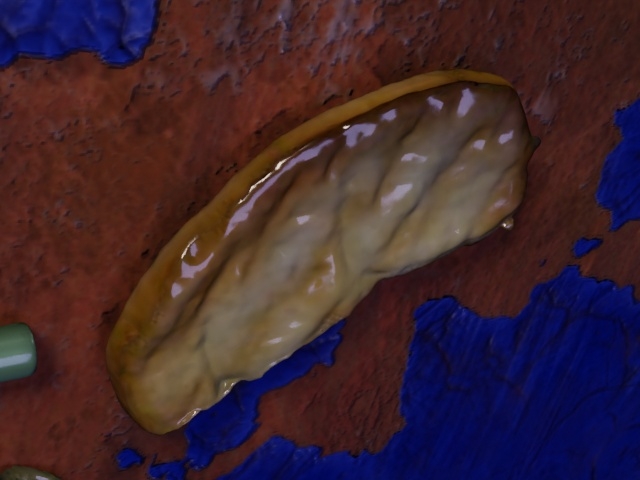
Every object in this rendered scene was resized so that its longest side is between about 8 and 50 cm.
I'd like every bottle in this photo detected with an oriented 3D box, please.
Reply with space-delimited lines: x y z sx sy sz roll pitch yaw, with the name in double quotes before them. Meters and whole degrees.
"bottle" -0.196 0.066 0.630 0.083 0.030 0.030 -10 128 -27

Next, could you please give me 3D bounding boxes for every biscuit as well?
"biscuit" -0.002 -0.002 0.698 0.299 0.045 0.154 -31 136 -10

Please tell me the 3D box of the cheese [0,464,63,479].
"cheese" -0.194 0.169 0.702 0.084 0.041 0.060 4 129 -54
